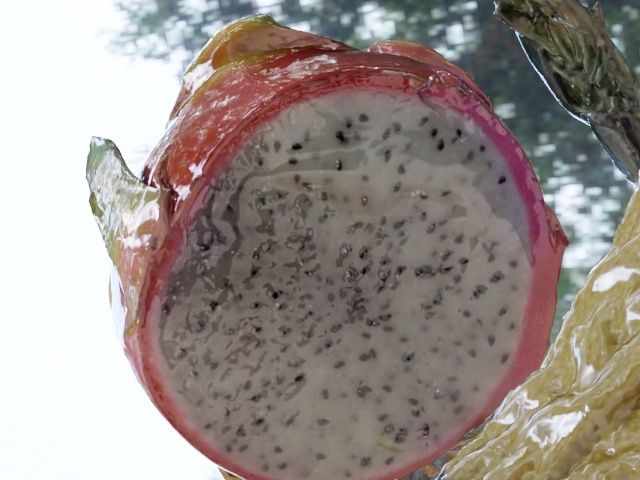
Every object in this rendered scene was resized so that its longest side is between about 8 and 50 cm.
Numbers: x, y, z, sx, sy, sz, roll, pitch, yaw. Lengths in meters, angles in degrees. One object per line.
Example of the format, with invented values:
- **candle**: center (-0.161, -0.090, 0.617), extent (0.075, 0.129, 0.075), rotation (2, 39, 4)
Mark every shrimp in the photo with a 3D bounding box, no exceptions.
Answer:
- **shrimp**: center (0.152, -0.081, 1.054), extent (0.051, 0.150, 0.217), rotation (-35, -66, 13)

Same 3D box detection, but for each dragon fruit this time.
- **dragon fruit**: center (0.000, 0.000, 1.183), extent (0.290, 0.189, 0.291), rotation (-7, -67, -16)

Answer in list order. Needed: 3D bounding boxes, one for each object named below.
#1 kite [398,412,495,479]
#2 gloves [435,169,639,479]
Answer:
- **kite**: center (0.105, 0.173, 1.344), extent (0.010, 0.160, 0.183), rotation (-88, -5, -51)
- **gloves**: center (0.196, 0.007, 0.594), extent (0.356, 0.203, 0.155), rotation (-35, -63, -9)
